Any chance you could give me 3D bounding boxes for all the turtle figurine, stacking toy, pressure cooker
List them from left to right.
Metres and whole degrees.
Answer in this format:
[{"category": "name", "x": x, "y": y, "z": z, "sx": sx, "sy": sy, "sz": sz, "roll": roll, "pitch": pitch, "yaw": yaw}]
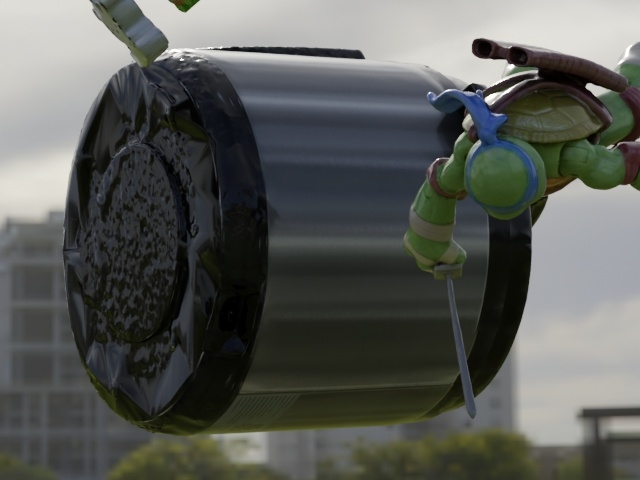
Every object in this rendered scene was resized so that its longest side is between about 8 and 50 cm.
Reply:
[{"category": "stacking toy", "x": -0.039, "y": -0.180, "z": 1.064, "sx": 0.167, "sy": 0.052, "sz": 0.221, "roll": -42, "pitch": 5, "yaw": -12}, {"category": "pressure cooker", "x": 0.001, "y": 0.006, "z": 1.887, "sx": 0.420, "sy": 0.375, "sz": 0.370, "roll": 0, "pitch": 11, "yaw": -30}, {"category": "turtle figurine", "x": 0.169, "y": -0.024, "z": 1.363, "sx": 0.198, "sy": 0.275, "sz": 0.266, "roll": -36, "pitch": 9, "yaw": 32}]
